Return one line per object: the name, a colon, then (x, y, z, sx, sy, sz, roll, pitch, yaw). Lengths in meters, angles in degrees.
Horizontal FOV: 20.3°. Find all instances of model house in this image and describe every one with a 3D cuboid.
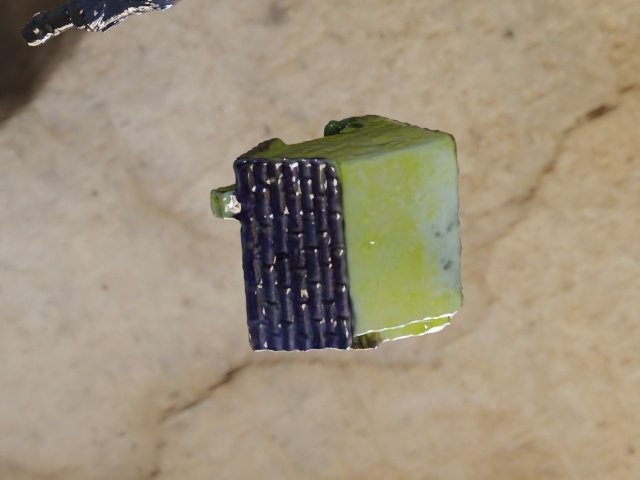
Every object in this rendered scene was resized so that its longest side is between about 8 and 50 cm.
model house: (0.000, 0.000, 1.621, 0.170, 0.211, 0.194, 26, -56, 57)

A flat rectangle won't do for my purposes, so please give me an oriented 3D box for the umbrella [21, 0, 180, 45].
umbrella: (-0.222, -0.256, 1.866, 0.248, 0.071, 0.071, -10, -67, 38)
